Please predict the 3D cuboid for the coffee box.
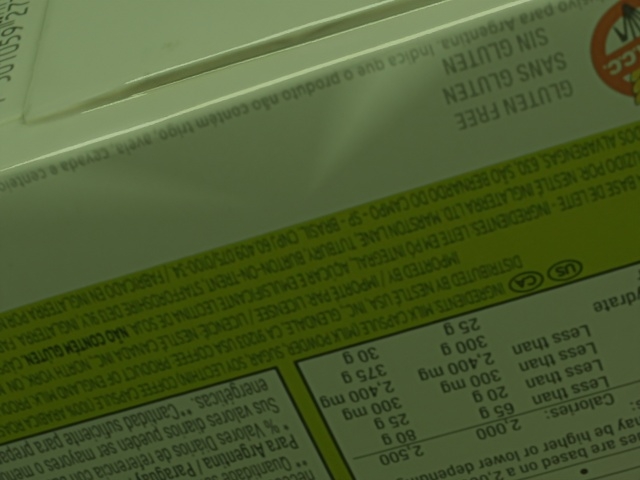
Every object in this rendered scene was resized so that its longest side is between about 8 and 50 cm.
[{"bbox_3d":[0.000,0.000,0.663,0.338,0.334,0.338,-17,34,12],"label":"coffee box"}]
